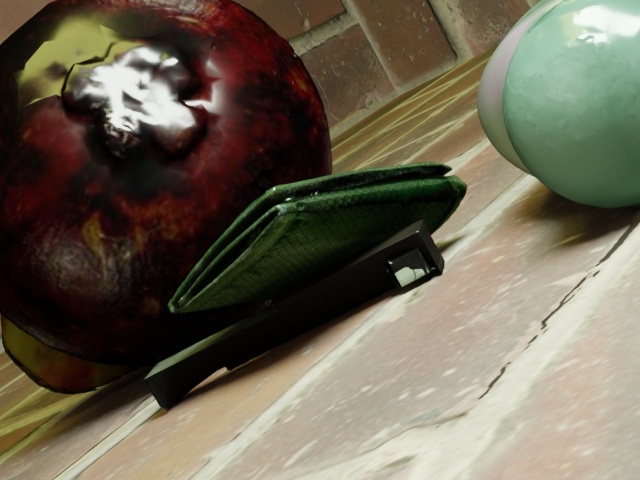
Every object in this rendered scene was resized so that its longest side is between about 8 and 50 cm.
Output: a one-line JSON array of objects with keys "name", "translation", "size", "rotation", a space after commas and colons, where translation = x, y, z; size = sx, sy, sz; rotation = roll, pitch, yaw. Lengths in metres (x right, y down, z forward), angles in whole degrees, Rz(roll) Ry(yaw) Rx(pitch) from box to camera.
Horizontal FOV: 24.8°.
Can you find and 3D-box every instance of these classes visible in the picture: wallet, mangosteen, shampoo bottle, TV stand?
[{"name": "wallet", "translation": [-0.001, -0.002, 1.188], "size": [0.236, 0.055, 0.160], "rotation": [-7, -30, -47]}, {"name": "mangosteen", "translation": [-0.194, -0.050, 1.416], "size": [0.381, 0.381, 0.421], "rotation": [-34, -2, -43]}, {"name": "shampoo bottle", "translation": [0.217, -0.120, 1.078], "size": [0.222, 0.151, 0.349], "rotation": [-21, 7, 15]}, {"name": "TV stand", "translation": [-0.022, 0.062, 1.171], "size": [0.256, 0.040, 0.049], "rotation": [-28, 7, 12]}]
